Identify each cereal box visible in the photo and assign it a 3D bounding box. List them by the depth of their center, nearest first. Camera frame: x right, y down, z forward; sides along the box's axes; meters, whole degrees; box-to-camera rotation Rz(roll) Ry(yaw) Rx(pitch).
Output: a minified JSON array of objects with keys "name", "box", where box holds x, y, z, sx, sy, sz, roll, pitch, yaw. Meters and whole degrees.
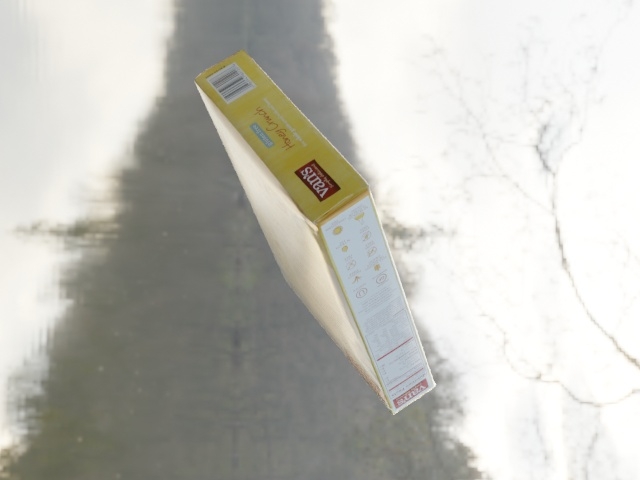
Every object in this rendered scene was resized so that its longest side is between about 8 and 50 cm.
[{"name":"cereal box","box":[0.000,0.000,0.802,0.173,0.047,0.240,50,-11,38]}]
